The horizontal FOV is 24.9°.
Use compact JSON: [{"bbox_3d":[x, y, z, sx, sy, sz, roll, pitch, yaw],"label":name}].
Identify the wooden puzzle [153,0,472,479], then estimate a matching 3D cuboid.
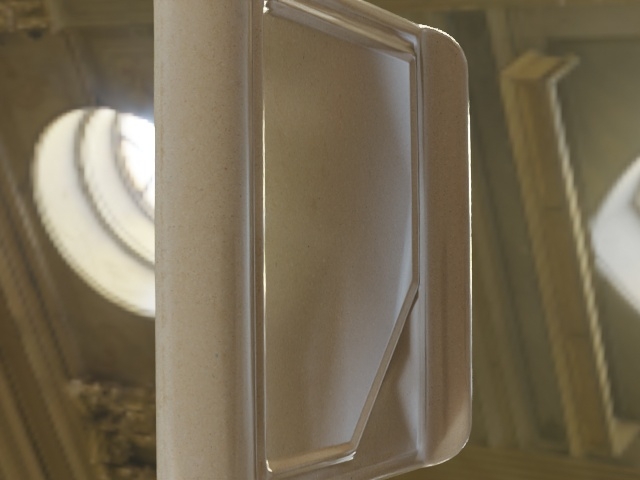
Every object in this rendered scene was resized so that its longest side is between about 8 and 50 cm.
[{"bbox_3d":[0.000,0.000,0.638,0.239,0.044,0.221,3,-94,-60],"label":"wooden puzzle"}]
